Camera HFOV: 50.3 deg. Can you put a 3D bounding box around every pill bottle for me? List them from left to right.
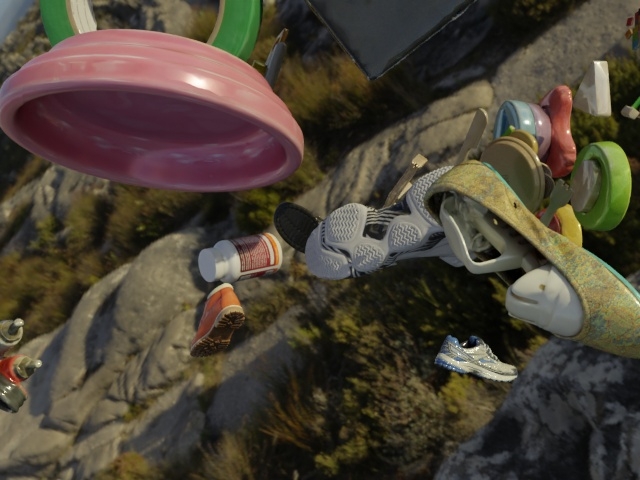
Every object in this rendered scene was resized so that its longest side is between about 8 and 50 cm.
[{"bbox_3d":[-0.157,0.036,1.336,0.086,0.152,0.086,14,109,47],"label":"pill bottle"}]

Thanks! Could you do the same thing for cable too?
[{"bbox_3d":[-0.453,0.163,0.891,0.287,0.139,0.072,-20,16,43],"label":"cable"}]

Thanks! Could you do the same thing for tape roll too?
[{"bbox_3d":[-0.250,-0.357,1.015,0.321,0.321,0.077,-49,1,12],"label":"tape roll"}]

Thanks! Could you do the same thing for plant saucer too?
[{"bbox_3d":[-0.182,-0.140,0.774,0.332,0.332,0.084,-10,71,50],"label":"plant saucer"}]

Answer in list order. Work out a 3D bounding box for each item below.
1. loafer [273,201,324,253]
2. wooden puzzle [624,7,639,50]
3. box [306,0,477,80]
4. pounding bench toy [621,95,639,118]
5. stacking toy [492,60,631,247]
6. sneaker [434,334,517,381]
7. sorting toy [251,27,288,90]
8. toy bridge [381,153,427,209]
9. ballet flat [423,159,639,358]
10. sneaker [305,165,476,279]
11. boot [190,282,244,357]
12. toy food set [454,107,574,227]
[{"bbox_3d":[0.000,0.000,1.386,0.080,0.220,0.078,-54,-5,8],"label":"loafer"},{"bbox_3d":[0.383,-0.255,0.797,0.083,0.006,0.049,146,131,-73],"label":"wooden puzzle"},{"bbox_3d":[0.055,-0.548,1.161,0.297,0.480,0.472,-38,8,11],"label":"box"},{"bbox_3d":[0.408,-0.176,0.817,0.052,0.083,0.065,-125,39,-65],"label":"pounding bench toy"},{"bbox_3d":[0.348,-0.114,1.080,0.279,0.130,0.308,107,162,-72],"label":"stacking toy"},{"bbox_3d":[0.239,0.174,1.014,0.052,0.135,0.058,-178,103,-71],"label":"sneaker"},{"bbox_3d":[-0.150,-0.315,1.456,0.196,0.047,0.347,-36,33,54],"label":"sorting toy"},{"bbox_3d":[0.171,-0.108,1.479,0.063,0.026,0.188,-44,-10,-36],"label":"toy bridge"},{"bbox_3d":[0.250,0.030,0.845,0.123,0.123,0.348,-48,54,15],"label":"ballet flat"},{"bbox_3d":[0.162,-0.002,1.258,0.366,0.210,0.137,-24,62,28],"label":"sneaker"},{"bbox_3d":[-0.197,0.150,1.259,0.158,0.059,0.084,-50,46,28],"label":"boot"},{"bbox_3d":[0.280,-0.093,0.981,0.192,0.039,0.132,53,144,31],"label":"toy food set"}]
